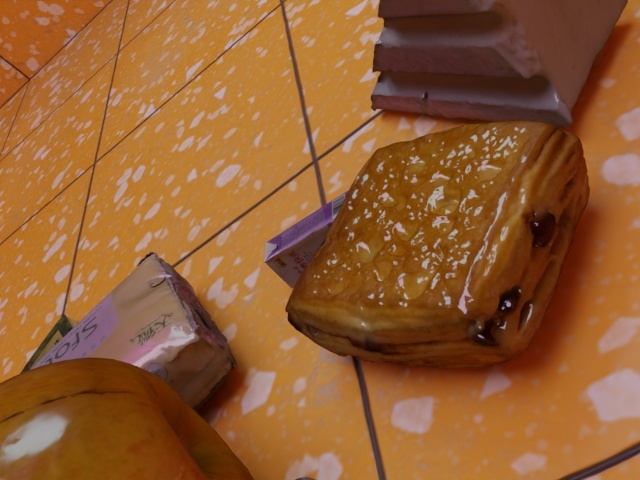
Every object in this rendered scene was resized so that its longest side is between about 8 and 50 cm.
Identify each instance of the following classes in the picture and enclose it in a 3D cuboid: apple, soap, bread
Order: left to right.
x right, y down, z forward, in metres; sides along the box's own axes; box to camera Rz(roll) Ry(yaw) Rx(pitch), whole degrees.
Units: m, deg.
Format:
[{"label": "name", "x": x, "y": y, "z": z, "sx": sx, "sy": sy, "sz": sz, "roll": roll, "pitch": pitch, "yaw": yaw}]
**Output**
[{"label": "apple", "x": -0.174, "y": 0.220, "z": 0.509, "sx": 0.233, "sy": 0.286, "sz": 0.286, "roll": -44, "pitch": 34, "yaw": -10}, {"label": "soap", "x": 0.103, "y": -0.245, "z": 0.663, "sx": 0.302, "sy": 0.257, "sz": 0.159, "roll": 19, "pitch": 73, "yaw": 54}, {"label": "bread", "x": 0.096, "y": 0.008, "z": 0.575, "sx": 0.235, "sy": 0.099, "sz": 0.211, "roll": -2, "pitch": 53, "yaw": 53}]

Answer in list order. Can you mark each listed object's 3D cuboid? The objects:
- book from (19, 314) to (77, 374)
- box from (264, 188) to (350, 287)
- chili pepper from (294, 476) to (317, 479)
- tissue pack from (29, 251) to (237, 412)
[{"label": "book", "x": -0.360, "y": 0.206, "z": 0.941, "sx": 0.160, "sy": 0.024, "sz": 0.228, "roll": -55, "pitch": 36, "yaw": -5}, {"label": "box", "x": 0.000, "y": 0.000, "z": 0.722, "sx": 0.117, "sy": 0.050, "sz": 0.036, "roll": -33, "pitch": 30, "yaw": 23}, {"label": "chili pepper", "x": 0.006, "y": 0.228, "z": 0.509, "sx": 0.050, "sy": 0.041, "sz": 0.153, "roll": -26, "pitch": 20, "yaw": -2}, {"label": "tissue pack", "x": -0.221, "y": 0.159, "z": 0.751, "sx": 0.256, "sy": 0.123, "sz": 0.215, "roll": -43, "pitch": 33, "yaw": -5}]
